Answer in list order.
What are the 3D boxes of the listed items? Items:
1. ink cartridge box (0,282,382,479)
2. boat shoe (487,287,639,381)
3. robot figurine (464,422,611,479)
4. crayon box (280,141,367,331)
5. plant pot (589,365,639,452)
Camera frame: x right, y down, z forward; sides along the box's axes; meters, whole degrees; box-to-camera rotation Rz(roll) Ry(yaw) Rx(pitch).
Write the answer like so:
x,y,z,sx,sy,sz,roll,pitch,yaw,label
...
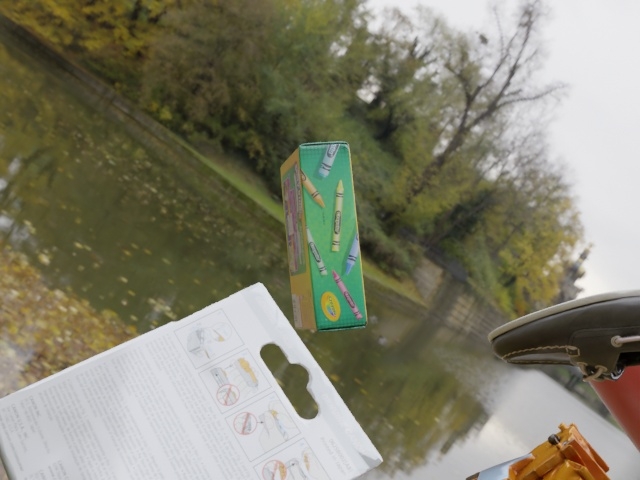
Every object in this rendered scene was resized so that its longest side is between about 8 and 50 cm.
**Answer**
x,y,z,sx,sy,sz,roll,pitch,yaw,label
-0.102,0.157,0.562,0.189,0.232,0.066,53,-30,28,ink cartridge box
0.334,0.097,0.739,0.112,0.335,0.096,32,46,-60,boat shoe
0.111,0.273,0.530,0.211,0.291,0.085,48,15,8,robot figurine
0.000,0.000,1.179,0.081,0.279,0.165,-4,-4,-13,crayon box
0.598,0.257,1.215,0.275,0.275,0.243,33,30,-42,plant pot
